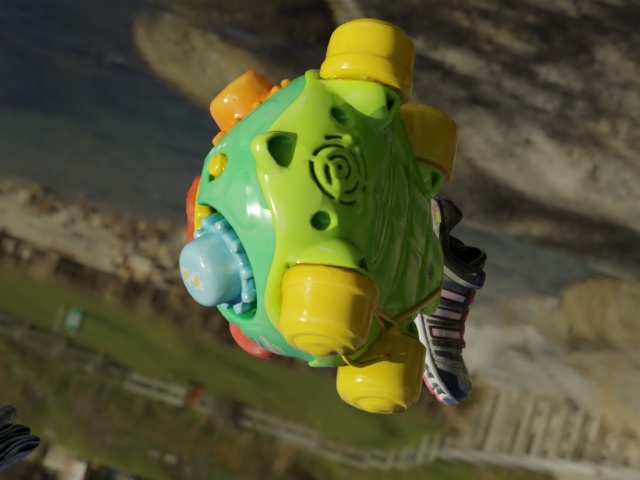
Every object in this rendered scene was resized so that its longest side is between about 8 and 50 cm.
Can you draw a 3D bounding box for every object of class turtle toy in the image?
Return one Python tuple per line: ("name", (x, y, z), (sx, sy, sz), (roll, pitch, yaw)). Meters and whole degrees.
("turtle toy", (0.000, 0.000, 0.519), (0.066, 0.095, 0.130), (2, 157, 20))

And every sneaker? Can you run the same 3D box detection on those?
("sneaker", (0.087, 0.039, 1.258), (0.074, 0.170, 0.063), (-22, -153, -3))

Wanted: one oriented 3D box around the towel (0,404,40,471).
("towel", (-0.187, 0.117, 0.894), (0.029, 0.067, 0.119), (56, -167, 0))
